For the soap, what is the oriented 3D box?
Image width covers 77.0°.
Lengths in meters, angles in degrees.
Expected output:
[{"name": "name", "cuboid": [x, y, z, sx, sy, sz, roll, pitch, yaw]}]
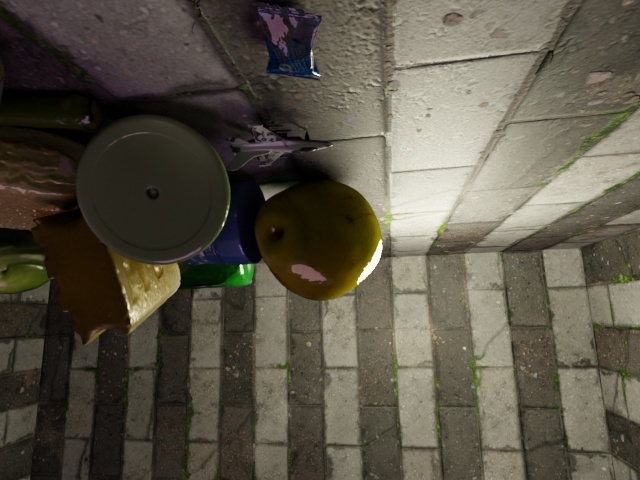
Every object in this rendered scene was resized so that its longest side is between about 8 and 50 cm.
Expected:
[{"name": "soap", "cuboid": [-0.494, 0.049, 0.991, 0.155, 0.294, 0.335, -13, -170, 3]}]

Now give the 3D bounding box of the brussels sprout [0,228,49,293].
[{"name": "brussels sprout", "cuboid": [-1.062, 0.030, 1.367, 0.314, 0.276, 0.371, 15, -165, -11]}]

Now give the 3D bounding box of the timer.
[{"name": "timer", "cuboid": [-0.330, -0.123, 0.915, 0.290, 0.291, 0.315, -1, -167, -3]}]

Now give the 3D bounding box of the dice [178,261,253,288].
[{"name": "dice", "cuboid": [-0.403, 0.026, 1.466, 0.296, 0.301, 0.287, -3, 172, 4]}]

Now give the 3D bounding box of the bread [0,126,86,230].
[{"name": "bread", "cuboid": [-0.668, -0.133, 0.938, 0.236, 0.165, 0.375, 4, 167, -37]}]

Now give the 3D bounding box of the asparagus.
[{"name": "asparagus", "cuboid": [-0.541, -0.233, 0.721, 0.277, 0.060, 0.067, 0, -176, -8]}]

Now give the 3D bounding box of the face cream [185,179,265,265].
[{"name": "face cream", "cuboid": [-0.296, -0.049, 1.194, 0.224, 0.249, 0.249, -3, 169, 14]}]

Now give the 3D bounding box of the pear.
[{"name": "pear", "cuboid": [0.000, 0.000, 1.212, 0.362, 0.363, 0.418, -9, 168, 36]}]

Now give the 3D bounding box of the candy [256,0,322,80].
[{"name": "candy", "cuboid": [-0.041, -0.283, 0.583, 0.088, 0.038, 0.136, 12, 162, 2]}]

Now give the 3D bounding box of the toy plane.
[{"name": "toy plane", "cuboid": [-0.095, -0.211, 0.875, 0.233, 0.083, 0.160, -15, 160, -6]}]

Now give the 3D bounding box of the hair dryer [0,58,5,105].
[{"name": "hair dryer", "cuboid": [-0.640, -0.252, 0.528, 0.357, 0.108, 0.173, 21, 143, -34]}]
